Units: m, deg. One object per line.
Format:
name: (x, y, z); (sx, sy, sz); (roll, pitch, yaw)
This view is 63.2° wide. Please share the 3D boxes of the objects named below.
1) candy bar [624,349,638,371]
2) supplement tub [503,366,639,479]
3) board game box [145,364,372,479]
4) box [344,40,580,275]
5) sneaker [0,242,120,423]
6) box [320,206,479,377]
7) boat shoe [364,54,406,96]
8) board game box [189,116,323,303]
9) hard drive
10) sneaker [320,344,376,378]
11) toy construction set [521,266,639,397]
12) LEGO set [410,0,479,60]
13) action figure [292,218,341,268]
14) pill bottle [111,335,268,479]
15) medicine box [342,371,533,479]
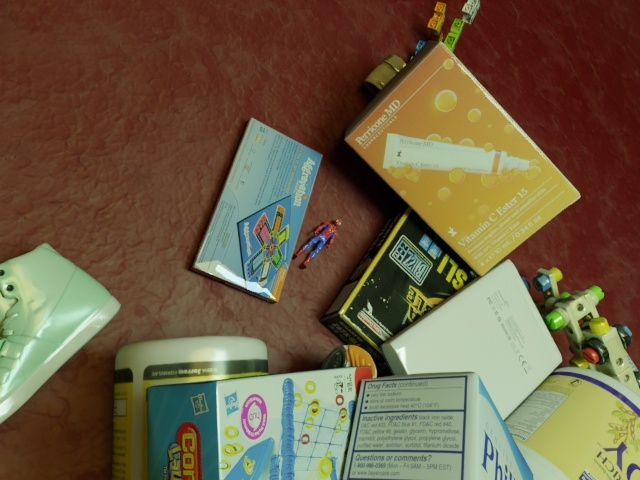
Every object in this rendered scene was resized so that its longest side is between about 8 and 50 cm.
candy bar: (0.708, 0.295, 1.186); (0.040, 0.018, 0.162); (-33, 93, -32)
supplement tub: (0.380, 0.385, 0.848); (0.331, 0.241, 0.241); (-27, 89, -32)
board game box: (-0.032, 0.292, 0.540); (0.308, 0.086, 0.302); (16, 65, -58)
box: (0.237, -0.146, 0.919); (0.345, 0.215, 0.168); (43, 18, -11)
sneaker: (-0.377, 0.115, 0.601); (0.151, 0.094, 0.256); (49, 49, -14)
box: (0.192, 0.140, 0.918); (0.322, 0.079, 0.257); (44, 58, -10)
boat shoe: (0.189, -0.233, 1.025); (0.088, 0.096, 0.268); (-40, 103, -3)
board game box: (-0.096, -0.053, 0.847); (0.145, 0.027, 0.282); (25, 65, -19)
hard drive: (0.265, 0.191, 0.872); (0.318, 0.040, 0.210); (-27, 89, -32)
sneaker: (0.007, 0.282, 0.765); (0.099, 0.121, 0.263); (30, 82, 17)
toy construction set: (0.509, 0.210, 1.010); (0.151, 0.215, 0.328); (-43, 103, -11)
LEGO set: (0.260, -0.423, 1.121); (0.087, 0.093, 0.227); (25, 90, 17)
action figure: (0.000, 0.000, 0.884); (0.038, 0.030, 0.115); (46, 57, -4)
pill bottle: (-0.149, 0.290, 0.619); (0.187, 0.188, 0.334); (4, 74, -28)
medicine box: (0.140, 0.342, 0.584); (0.264, 0.149, 0.289); (56, 36, -34)
